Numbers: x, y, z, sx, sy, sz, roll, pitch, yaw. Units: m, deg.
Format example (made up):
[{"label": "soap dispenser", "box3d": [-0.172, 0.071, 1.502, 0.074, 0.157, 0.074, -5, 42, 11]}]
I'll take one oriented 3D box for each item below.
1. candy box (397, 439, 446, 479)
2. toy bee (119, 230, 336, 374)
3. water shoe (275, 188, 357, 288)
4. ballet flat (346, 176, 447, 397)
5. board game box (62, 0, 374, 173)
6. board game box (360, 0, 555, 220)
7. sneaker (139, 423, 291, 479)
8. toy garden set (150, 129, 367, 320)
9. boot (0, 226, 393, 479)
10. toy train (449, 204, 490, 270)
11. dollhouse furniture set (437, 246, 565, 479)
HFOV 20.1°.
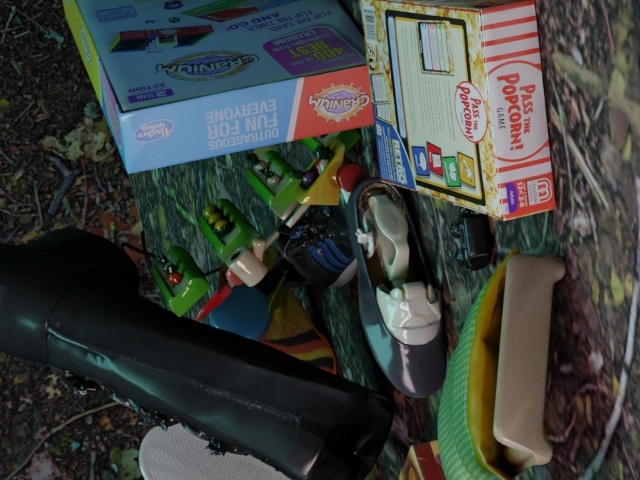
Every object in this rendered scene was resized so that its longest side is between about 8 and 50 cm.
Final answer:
[{"label": "candy box", "box3d": [0.105, 0.260, 1.617, 0.186, 0.053, 0.109, 100, 155, -62]}, {"label": "toy bee", "box3d": [-0.065, 0.067, 2.058, 0.298, 0.162, 0.195, 54, 157, 0]}, {"label": "water shoe", "box3d": [0.000, 0.000, 1.789, 0.203, 0.080, 0.073, 103, 153, -62]}, {"label": "ballet flat", "box3d": [0.066, 0.034, 1.559, 0.074, 0.074, 0.203, 108, 151, -66]}, {"label": "board game box", "box3d": [-0.101, -0.189, 1.703, 0.316, 0.242, 0.064, -117, 19, -53]}, {"label": "board game box", "box3d": [0.094, -0.102, 1.293, 0.193, 0.045, 0.146, -156, 55, -64]}, {"label": "sneaker", "box3d": [-0.061, 0.294, 1.931, 0.169, 0.293, 0.108, 107, -171, -71]}, {"label": "toy garden set", "box3d": [-0.065, -0.029, 1.714, 0.049, 0.244, 0.204, 44, -179, -22]}, {"label": "boot", "box3d": [-0.126, 0.118, 1.865, 0.367, 0.445, 0.146, -9, -66, -69]}, {"label": "toy train", "box3d": [0.108, -0.054, 1.383, 0.036, 0.027, 0.158, -166, 66, -74]}, {"label": "dollhouse furniture set", "box3d": [0.065, 0.158, 1.259, 0.197, 0.151, 0.301, 117, 161, -69]}]
